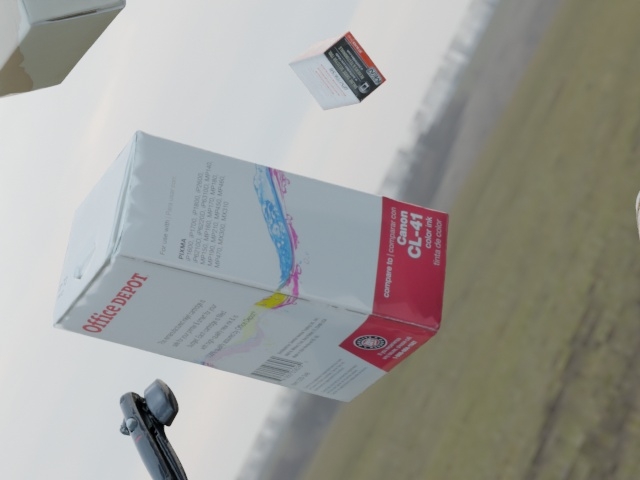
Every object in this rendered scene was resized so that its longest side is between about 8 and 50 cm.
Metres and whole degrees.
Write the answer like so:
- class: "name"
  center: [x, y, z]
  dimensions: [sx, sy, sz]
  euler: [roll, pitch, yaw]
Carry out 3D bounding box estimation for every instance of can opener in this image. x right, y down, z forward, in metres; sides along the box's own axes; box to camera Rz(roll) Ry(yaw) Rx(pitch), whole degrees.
- class: "can opener"
  center: [-0.199, 0.239, 2.363]
  dimensions: [0.073, 0.059, 0.186]
  euler: [-58, 31, 25]

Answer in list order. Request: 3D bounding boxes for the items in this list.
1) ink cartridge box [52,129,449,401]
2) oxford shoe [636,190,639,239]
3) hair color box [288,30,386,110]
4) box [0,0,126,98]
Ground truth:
- class: "ink cartridge box"
  center: [-0.065, 0.030, 1.814]
  dimensions: [0.226, 0.306, 0.131]
  euler: [138, 145, -60]
- class: "oxford shoe"
  center: [0.313, 0.055, 1.708]
  dimensions: [0.076, 0.076, 0.212]
  euler: [-60, -47, -72]
- class: "hair color box"
  center: [0.018, -0.189, 2.228]
  dimensions: [0.043, 0.072, 0.141]
  euler: [-40, 11, -12]
- class: "box"
  center: [-0.344, -0.282, 2.357]
  dimensions: [0.121, 0.148, 0.311]
  euler: [-16, -8, -24]
